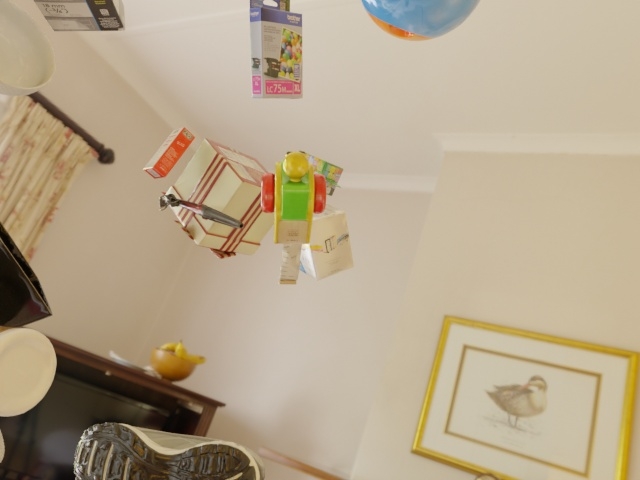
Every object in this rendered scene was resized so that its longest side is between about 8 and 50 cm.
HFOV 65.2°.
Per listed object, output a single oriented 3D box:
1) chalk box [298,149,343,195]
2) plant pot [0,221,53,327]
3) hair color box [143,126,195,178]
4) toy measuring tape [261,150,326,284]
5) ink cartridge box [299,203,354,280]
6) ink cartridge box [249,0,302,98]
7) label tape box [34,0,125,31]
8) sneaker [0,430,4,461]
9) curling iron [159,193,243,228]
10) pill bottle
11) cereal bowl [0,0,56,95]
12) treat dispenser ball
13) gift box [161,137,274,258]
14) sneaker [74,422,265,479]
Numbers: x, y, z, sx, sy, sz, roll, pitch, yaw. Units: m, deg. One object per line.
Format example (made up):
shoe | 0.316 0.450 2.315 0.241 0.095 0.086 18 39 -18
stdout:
chalk box | -0.003 -0.278 2.119 0.213 0.132 0.132 28 9 34
plant pot | -0.640 0.076 0.931 0.187 0.167 0.188 30 -36 49
hair color box | -0.398 -0.230 1.319 0.072 0.141 0.043 4 -32 50
toy measuring tape | -0.052 -0.046 0.905 0.121 0.121 0.330 18 -35 7
ink cartridge box | 0.000 0.000 1.899 0.171 0.168 0.232 27 -48 59
ink cartridge box | -0.135 -0.603 1.562 0.065 0.311 0.186 11 19 39
label tape box | -0.780 -0.800 1.571 0.241 0.105 0.333 -4 -11 -8
sneaker | -0.822 0.371 1.035 0.366 0.210 0.137 46 -17 28
curling iron | -0.294 -0.066 1.222 0.274 0.068 0.035 19 -60 28
pill bottle | -0.556 0.199 0.793 0.229 0.131 0.131 0 -28 19
cereal bowl | -1.056 -0.619 1.625 0.141 0.338 0.339 -20 -41 27
treat dispenser ball | 0.220 -0.589 1.093 0.288 0.288 0.288 18 -22 7
gift box | -0.292 -0.118 1.446 0.276 0.258 0.255 17 26 -50
sneaker | -0.203 0.306 0.669 0.272 0.100 0.108 4 -18 13
